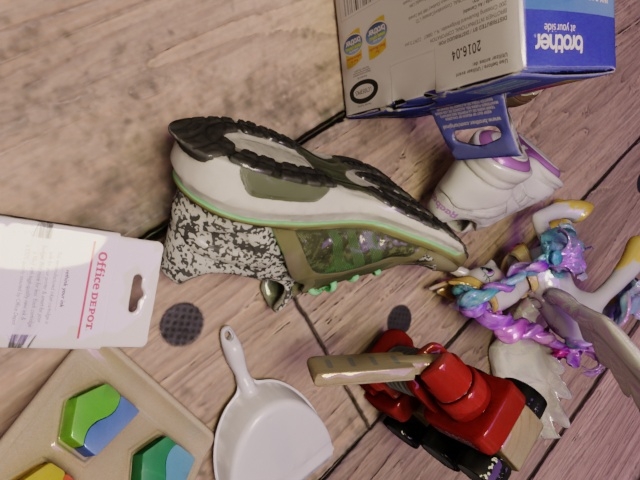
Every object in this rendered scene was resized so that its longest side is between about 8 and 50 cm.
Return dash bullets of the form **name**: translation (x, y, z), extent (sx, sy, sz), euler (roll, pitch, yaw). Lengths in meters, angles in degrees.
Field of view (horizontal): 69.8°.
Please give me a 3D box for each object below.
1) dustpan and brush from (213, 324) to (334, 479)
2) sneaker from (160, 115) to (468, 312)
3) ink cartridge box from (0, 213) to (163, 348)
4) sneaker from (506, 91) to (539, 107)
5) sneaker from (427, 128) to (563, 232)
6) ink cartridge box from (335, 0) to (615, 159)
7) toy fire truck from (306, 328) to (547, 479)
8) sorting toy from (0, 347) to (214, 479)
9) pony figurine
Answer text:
- **dustpan and brush**: translation (-0.072, 0.197, 0.532), extent (0.147, 0.060, 0.211), euler (-25, 115, -31)
- **sneaker**: translation (0.000, 0.000, 0.535), extent (0.410, 0.158, 0.182), euler (14, 118, -35)
- **ink cartridge box**: translation (-0.240, 0.035, 0.395), extent (0.180, 0.060, 0.104), euler (11, 88, -33)
- **sneaker**: translation (0.284, -0.297, 0.699), extent (0.066, 0.071, 0.188), euler (-38, 114, -24)
- **sneaker**: translation (0.263, -0.087, 0.700), extent (0.305, 0.114, 0.152), euler (-5, 142, -48)
- **ink cartridge box**: translation (0.140, -0.284, 0.487), extent (0.151, 0.270, 0.395), euler (-10, 100, -28)
- **toy fire truck**: translation (0.098, 0.168, 0.547), extent (0.246, 0.217, 0.158), euler (47, 70, -16)
- **sorting toy**: translation (-0.193, 0.219, 0.405), extent (0.193, 0.038, 0.208), euler (54, 35, -25)
- **pony figurine**: translation (0.376, 0.112, 0.713), extent (0.363, 0.303, 0.351), euler (-26, 76, -25)
